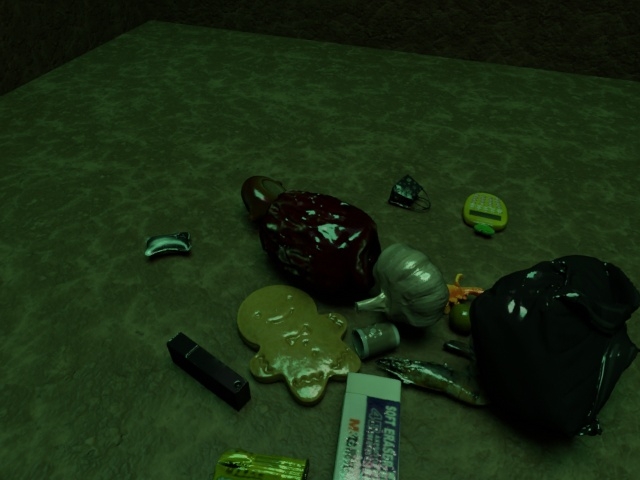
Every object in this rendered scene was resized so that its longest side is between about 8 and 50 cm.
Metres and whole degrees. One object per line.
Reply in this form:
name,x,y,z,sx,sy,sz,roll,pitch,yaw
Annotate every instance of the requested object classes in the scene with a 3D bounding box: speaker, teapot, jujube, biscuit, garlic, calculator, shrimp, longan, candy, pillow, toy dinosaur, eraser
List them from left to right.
pillow,-0.461,0.011,1.355,0.136,0.055,0.091,-11,62,-11
speaker,-0.256,0.297,1.024,0.218,0.082,0.044,26,47,25
candy,-0.140,0.518,0.784,0.187,0.081,0.297,7,43,9
teapot,-0.182,-0.132,1.478,0.178,0.135,0.252,39,24,-8
biscuit,-0.067,0.238,1.119,0.275,0.052,0.355,-23,49,-25
jujube,0.000,0.000,1.238,0.377,0.258,0.258,30,49,22
eraser,0.095,0.413,0.907,0.124,0.081,0.279,7,43,6
garlic,0.183,0.130,1.091,0.212,0.218,0.218,-24,48,-22
toy dinosaur,0.302,0.148,1.220,0.289,0.070,0.117,2,42,7
shrimp,0.286,0.294,1.071,0.296,0.058,0.169,15,36,10
longan,0.372,0.202,1.163,0.075,0.083,0.075,-9,72,30
calculator,0.557,-0.091,1.513,0.146,0.032,0.234,14,42,13

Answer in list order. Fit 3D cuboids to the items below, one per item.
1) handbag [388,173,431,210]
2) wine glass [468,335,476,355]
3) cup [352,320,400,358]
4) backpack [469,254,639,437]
handbag,0.320,-0.149,1.554,0.139,0.072,0.115,37,50,16
wine glass,0.438,0.235,1.104,0.155,0.072,0.072,-18,45,-37
cup,0.135,0.246,1.115,0.099,0.102,0.074,-12,82,-16
backpack,0.548,0.197,0.997,0.446,0.363,0.255,-24,11,-39
